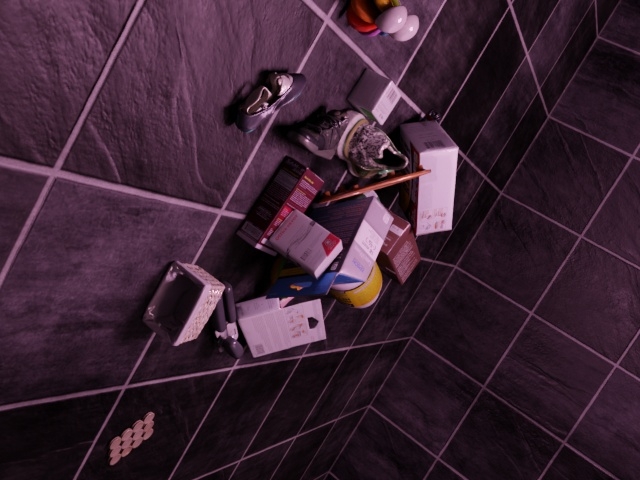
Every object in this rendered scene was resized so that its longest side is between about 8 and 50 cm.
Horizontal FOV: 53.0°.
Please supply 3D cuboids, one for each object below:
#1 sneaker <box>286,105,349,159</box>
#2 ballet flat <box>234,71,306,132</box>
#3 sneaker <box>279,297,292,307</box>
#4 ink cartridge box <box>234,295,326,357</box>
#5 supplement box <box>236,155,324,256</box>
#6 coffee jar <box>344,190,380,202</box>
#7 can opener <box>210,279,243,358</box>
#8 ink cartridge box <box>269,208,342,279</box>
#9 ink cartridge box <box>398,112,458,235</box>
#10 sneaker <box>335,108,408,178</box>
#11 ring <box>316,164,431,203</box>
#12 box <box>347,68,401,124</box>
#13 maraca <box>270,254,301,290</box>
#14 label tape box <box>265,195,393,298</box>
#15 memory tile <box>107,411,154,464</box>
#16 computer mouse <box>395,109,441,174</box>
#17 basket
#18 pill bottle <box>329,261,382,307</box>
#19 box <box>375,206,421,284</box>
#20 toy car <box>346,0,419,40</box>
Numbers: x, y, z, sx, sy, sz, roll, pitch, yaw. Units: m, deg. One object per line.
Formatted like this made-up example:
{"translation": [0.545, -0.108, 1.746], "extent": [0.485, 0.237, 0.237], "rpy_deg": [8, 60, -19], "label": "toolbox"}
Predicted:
{"translation": [-0.004, -0.277, 1.584], "extent": [0.130, 0.087, 0.227], "rpy_deg": [-64, 159, 12], "label": "sneaker"}
{"translation": [-0.105, -0.311, 1.366], "extent": [0.203, 0.074, 0.074], "rpy_deg": [-44, 154, -21], "label": "ballet flat"}
{"translation": [-0.102, 0.154, 1.984], "extent": [0.134, 0.051, 0.070], "rpy_deg": [-48, 161, -8], "label": "sneaker"}
{"translation": [-0.113, 0.244, 1.914], "extent": [0.239, 0.060, 0.275], "rpy_deg": [-15, 147, -5], "label": "ink cartridge box"}
{"translation": [-0.101, -0.085, 1.654], "extent": [0.239, 0.073, 0.130], "rpy_deg": [-56, 157, 1], "label": "supplement box"}
{"translation": [0.098, -0.088, 2.005], "extent": [0.184, 0.079, 0.096], "rpy_deg": [-39, -174, -33], "label": "coffee jar"}
{"translation": [-0.246, 0.225, 1.744], "extent": [0.076, 0.095, 0.283], "rpy_deg": [-43, 153, -31], "label": "can opener"}
{"translation": [-0.036, 0.009, 1.621], "extent": [0.109, 0.150, 0.063], "rpy_deg": [-51, 161, -13], "label": "ink cartridge box"}
{"translation": [0.335, -0.223, 2.110], "extent": [0.130, 0.271, 0.309], "rpy_deg": [-9, 126, -7], "label": "ink cartridge box"}
{"translation": [0.171, -0.234, 1.849], "extent": [0.158, 0.182, 0.410], "rpy_deg": [-60, 157, 8], "label": "sneaker"}
{"translation": [0.149, -0.161, 1.828], "extent": [0.337, 0.337, 0.032], "rpy_deg": [-18, 92, -55], "label": "ring"}
{"translation": [0.145, -0.385, 1.725], "extent": [0.102, 0.087, 0.101], "rpy_deg": [-57, 157, 2], "label": "box"}
{"translation": [-0.092, 0.078, 1.859], "extent": [0.127, 0.099, 0.185], "rpy_deg": [-23, 120, -71], "label": "maraca"}
{"translation": [0.027, 0.048, 1.746], "extent": [0.106, 0.241, 0.333], "rpy_deg": [46, 54, -29], "label": "label tape box"}
{"translation": [-0.511, 0.534, 1.734], "extent": [0.148, 0.012, 0.113], "rpy_deg": [-34, 148, -43], "label": "memory tile"}
{"translation": [0.355, -0.327, 2.240], "extent": [0.262, 0.060, 0.184], "rpy_deg": [-51, 157, -12], "label": "computer mouse"}
{"translation": [-0.313, 0.144, 1.491], "extent": [0.167, 0.113, 0.103], "rpy_deg": [-60, 159, 9], "label": "basket"}
{"translation": [0.107, 0.119, 2.173], "extent": [0.188, 0.188, 0.334], "rpy_deg": [-52, 156, -9], "label": "pill bottle"}
{"translation": [0.227, 0.012, 2.265], "extent": [0.143, 0.191, 0.381], "rpy_deg": [-52, 156, -9], "label": "box"}
{"translation": [0.131, -0.529, 1.477], "extent": [0.136, 0.159, 0.182], "rpy_deg": [-28, 169, 27], "label": "toy car"}
